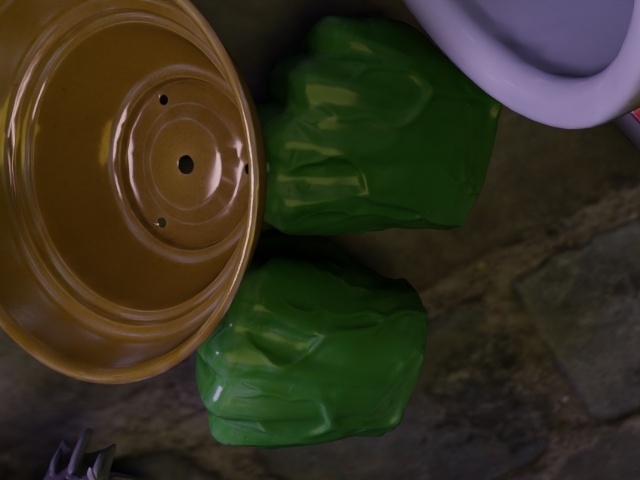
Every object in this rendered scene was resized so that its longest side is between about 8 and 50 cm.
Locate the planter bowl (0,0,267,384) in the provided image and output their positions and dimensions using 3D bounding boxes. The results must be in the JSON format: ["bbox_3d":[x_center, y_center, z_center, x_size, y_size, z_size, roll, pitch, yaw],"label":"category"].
[{"bbox_3d":[-0.096,-0.039,0.631,0.090,0.217,0.217,-12,126,-56],"label":"planter bowl"}]

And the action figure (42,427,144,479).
[{"bbox_3d":[-0.150,0.245,0.750,0.099,0.185,0.285,16,129,6],"label":"action figure"}]

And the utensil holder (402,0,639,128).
[{"bbox_3d":[0.205,-0.276,0.521,0.385,0.327,0.327,-28,123,-8],"label":"utensil holder"}]

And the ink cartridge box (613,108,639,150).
[{"bbox_3d":[0.299,-0.141,0.757,0.172,0.100,0.237,36,99,-33],"label":"ink cartridge box"}]

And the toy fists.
[{"bbox_3d":[0.000,0.000,0.718,0.142,0.096,0.279,5,112,-32],"label":"toy fists"}]
